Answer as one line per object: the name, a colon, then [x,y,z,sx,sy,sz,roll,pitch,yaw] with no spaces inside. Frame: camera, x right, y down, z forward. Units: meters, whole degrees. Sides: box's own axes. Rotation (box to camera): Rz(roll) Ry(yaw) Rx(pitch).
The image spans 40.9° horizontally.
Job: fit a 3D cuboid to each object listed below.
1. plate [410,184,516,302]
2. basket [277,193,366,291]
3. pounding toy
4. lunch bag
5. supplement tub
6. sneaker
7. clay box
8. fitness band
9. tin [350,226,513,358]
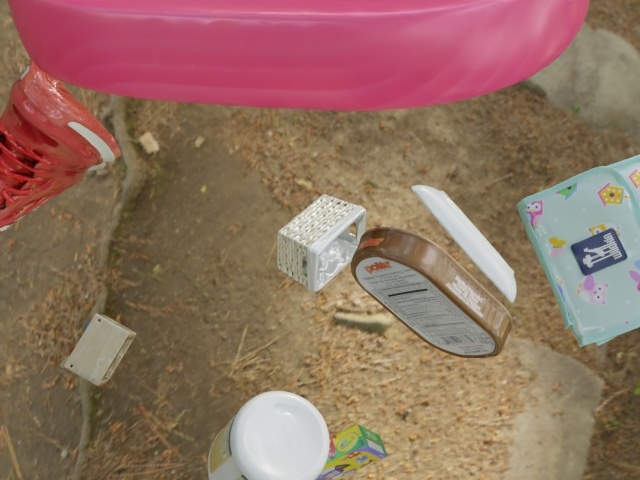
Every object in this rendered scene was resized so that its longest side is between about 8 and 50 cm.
plate: [0.289,-0.004,1.653,0.045,0.277,0.278,-42,82,9]
basket: [0.000,0.000,1.661,0.103,0.113,0.167,27,47,24]
pounding toy: [-0.424,0.205,1.602,0.100,0.141,0.130,30,82,-1]
lunch bag: [0.414,0.008,1.161,0.262,0.160,0.223,-16,77,-19]
supplement tub: [-0.084,0.317,1.265,0.144,0.199,0.144,10,60,-18]
sneaker: [-0.228,-0.052,0.654,0.128,0.221,0.087,-44,91,-12]
clay box: [0.009,0.443,1.701,0.222,0.127,0.053,-30,58,12]
fitness band: [-0.013,-0.133,0.434,0.291,0.054,0.209,5,40,15]
tin: [0.110,0.057,0.849,0.190,0.106,0.040,41,56,-24]
